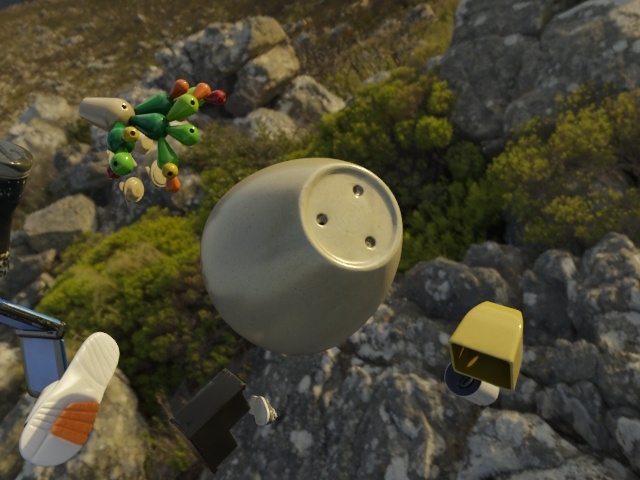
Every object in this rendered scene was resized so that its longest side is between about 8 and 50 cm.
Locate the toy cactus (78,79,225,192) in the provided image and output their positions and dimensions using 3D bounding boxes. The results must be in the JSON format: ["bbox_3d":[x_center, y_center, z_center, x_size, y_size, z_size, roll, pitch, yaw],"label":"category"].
[{"bbox_3d":[-0.243,-0.157,0.877,0.180,0.112,0.219,16,54,15],"label":"toy cactus"}]

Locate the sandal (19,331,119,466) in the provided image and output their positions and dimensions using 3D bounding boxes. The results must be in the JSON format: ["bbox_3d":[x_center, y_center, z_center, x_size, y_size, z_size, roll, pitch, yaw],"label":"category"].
[{"bbox_3d":[-0.444,0.284,1.126,0.076,0.102,0.265,-27,28,34],"label":"sandal"}]

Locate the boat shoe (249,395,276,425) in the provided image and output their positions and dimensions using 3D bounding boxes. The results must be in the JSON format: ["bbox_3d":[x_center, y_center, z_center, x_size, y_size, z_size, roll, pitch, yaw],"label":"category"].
[{"bbox_3d":[-0.156,0.489,1.828,0.206,0.064,0.075,167,115,-72],"label":"boat shoe"}]

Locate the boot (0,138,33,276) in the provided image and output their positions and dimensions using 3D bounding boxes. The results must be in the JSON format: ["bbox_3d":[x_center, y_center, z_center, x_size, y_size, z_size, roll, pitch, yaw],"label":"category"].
[{"bbox_3d":[-0.485,-0.054,0.772,0.085,0.236,0.179,-102,29,-61],"label":"boot"}]

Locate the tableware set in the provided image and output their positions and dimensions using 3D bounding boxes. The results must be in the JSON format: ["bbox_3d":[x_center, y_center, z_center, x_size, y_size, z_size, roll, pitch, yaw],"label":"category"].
[{"bbox_3d":[-0.401,-0.163,1.408,0.020,0.141,0.169,5,35,33],"label":"tableware set"}]

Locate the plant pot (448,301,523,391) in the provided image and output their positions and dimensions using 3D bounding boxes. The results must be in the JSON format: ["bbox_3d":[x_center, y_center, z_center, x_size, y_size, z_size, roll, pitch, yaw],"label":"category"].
[{"bbox_3d":[0.220,0.128,0.809,0.081,0.081,0.083,17,58,29],"label":"plant pot"}]

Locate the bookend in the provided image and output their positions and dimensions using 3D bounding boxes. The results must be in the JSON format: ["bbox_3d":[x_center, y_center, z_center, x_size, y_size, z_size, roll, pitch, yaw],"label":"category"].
[{"bbox_3d":[-0.216,0.386,1.354,0.072,0.156,0.157,27,59,38],"label":"bookend"}]

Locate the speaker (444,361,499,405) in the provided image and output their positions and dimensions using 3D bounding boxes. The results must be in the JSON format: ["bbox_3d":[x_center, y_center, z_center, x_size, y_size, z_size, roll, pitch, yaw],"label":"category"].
[{"bbox_3d":[0.226,0.211,0.938,0.055,0.136,0.055,-9,68,24],"label":"speaker"}]

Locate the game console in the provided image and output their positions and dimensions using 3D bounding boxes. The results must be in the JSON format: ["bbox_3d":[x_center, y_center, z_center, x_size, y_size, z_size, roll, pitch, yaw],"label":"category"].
[{"bbox_3d":[-0.707,0.254,1.461,0.293,0.250,0.174,-8,59,47],"label":"game console"}]

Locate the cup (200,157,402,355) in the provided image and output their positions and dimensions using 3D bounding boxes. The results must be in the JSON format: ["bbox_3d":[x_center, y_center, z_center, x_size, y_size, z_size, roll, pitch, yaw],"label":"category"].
[{"bbox_3d":[0.000,0.000,1.008,0.237,0.331,0.331,-36,26,59],"label":"cup"}]
